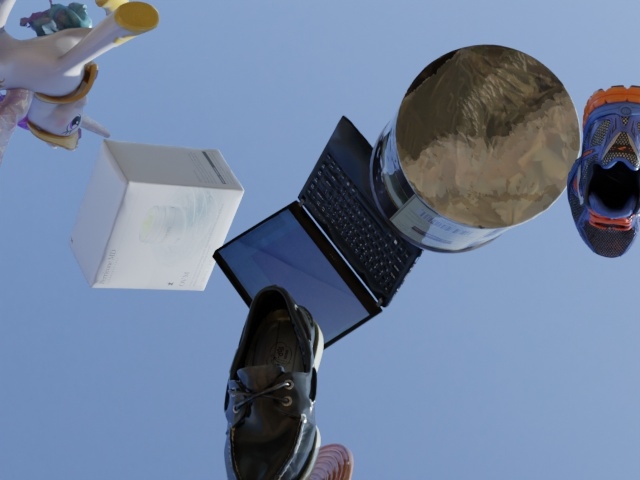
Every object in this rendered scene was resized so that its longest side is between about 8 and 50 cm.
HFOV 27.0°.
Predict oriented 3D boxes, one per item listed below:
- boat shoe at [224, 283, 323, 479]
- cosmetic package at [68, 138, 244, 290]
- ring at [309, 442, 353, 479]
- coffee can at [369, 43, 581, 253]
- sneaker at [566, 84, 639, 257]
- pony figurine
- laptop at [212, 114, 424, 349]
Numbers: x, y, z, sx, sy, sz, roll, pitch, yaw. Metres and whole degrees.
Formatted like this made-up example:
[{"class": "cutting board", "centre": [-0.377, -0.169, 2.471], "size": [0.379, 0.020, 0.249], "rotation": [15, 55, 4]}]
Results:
[{"class": "boat shoe", "centre": [-0.064, 0.183, 1.654], "size": [0.127, 0.113, 0.340], "rotation": [-8, -143, 19]}, {"class": "cosmetic package", "centre": [-0.286, -0.040, 2.294], "size": [0.225, 0.224, 0.138], "rotation": [3, -145, -32]}, {"class": "ring", "centre": [-0.069, 0.391, 1.649], "size": [0.032, 0.336, 0.336], "rotation": [42, -138, -8]}, {"class": "coffee can", "centre": [0.170, -0.097, 1.543], "size": [0.202, 0.201, 0.275], "rotation": [-9, 175, -5]}, {"class": "sneaker", "centre": [0.273, -0.048, 1.262], "size": [0.083, 0.221, 0.087], "rotation": [3, -125, 13]}, {"class": "pony figurine", "centre": [-0.398, -0.212, 1.638], "size": [0.351, 0.363, 0.302], "rotation": [1, -116, -23]}, {"class": "laptop", "centre": [0.000, 0.000, 1.884], "size": [0.137, 0.264, 0.234], "rotation": [-11, -127, -42]}]
